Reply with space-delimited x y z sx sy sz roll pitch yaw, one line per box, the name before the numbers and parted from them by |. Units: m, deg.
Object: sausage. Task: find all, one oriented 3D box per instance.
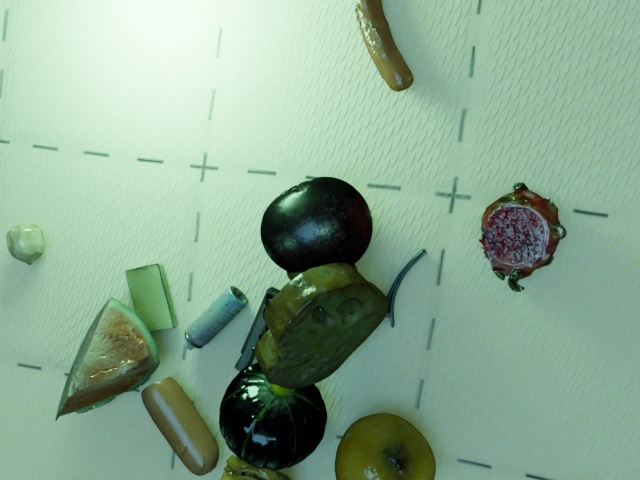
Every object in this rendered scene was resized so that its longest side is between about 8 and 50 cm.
sausage | 0.154 -0.539 1.776 0.087 0.079 0.326 -23 87 26
sausage | -0.401 0.541 1.972 0.121 0.121 0.304 -36 84 14

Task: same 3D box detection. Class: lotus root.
lotus root | 0.009 0.215 1.718 0.111 0.375 0.390 47 147 34

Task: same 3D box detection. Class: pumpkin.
pumpkin | -0.134 0.493 1.825 0.296 0.296 0.295 1 94 15

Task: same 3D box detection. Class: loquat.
loquat | 0.168 0.581 1.761 0.263 0.263 0.263 1 94 15

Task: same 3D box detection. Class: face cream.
face cream | -0.310 0.231 1.951 0.229 0.075 0.075 -44 83 12

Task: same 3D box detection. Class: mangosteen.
mangosteen | 0.000 -0.015 1.745 0.300 0.300 0.300 1 94 15

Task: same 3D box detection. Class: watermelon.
watermelon | -0.607 0.377 1.988 0.222 0.292 0.319 22 57 -16

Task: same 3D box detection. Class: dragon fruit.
dragon fruit | 0.501 -0.005 1.687 0.211 0.147 0.282 3 93 14

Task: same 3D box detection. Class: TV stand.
TV stand | -0.175 0.256 1.931 0.040 0.049 0.256 26 100 13

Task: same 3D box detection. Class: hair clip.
hair clip | 0.216 0.119 1.825 0.070 0.039 0.229 28 99 13

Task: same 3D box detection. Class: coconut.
coconut | -0.902 0.015 2.076 0.110 0.110 0.124 -10 85 15

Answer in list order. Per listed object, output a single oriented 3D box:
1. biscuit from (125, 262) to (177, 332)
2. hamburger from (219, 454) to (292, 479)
biscuit | -0.501 0.172 2.015 0.121 0.040 0.199 -13 90 19
hamburger | -0.170 0.676 1.881 0.214 0.213 0.108 17 59 13
